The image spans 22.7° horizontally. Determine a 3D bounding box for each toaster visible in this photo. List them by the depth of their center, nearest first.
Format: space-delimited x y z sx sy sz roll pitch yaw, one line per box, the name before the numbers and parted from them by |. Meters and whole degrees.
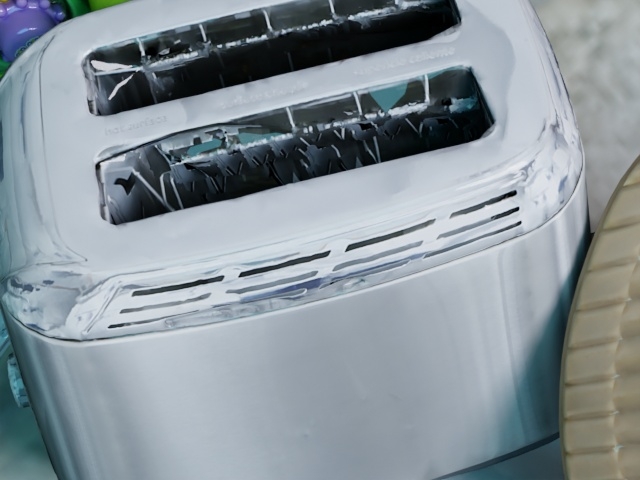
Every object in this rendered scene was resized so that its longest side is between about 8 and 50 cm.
toaster | 0.000 0.000 0.502 0.227 0.129 0.146 -12 145 1

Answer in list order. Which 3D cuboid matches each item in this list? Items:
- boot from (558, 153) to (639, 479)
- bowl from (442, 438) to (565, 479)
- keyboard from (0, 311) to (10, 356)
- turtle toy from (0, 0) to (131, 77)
boot | 0.161 0.071 0.523 0.090 0.207 0.248 -2 101 33
bowl | 0.033 0.207 0.565 0.298 0.134 0.298 0 100 -2
keyboard | -0.071 -0.072 0.572 0.072 0.014 0.256 39 97 -3
turtle toy | -0.095 -0.093 0.529 0.130 0.066 0.095 12 95 5
